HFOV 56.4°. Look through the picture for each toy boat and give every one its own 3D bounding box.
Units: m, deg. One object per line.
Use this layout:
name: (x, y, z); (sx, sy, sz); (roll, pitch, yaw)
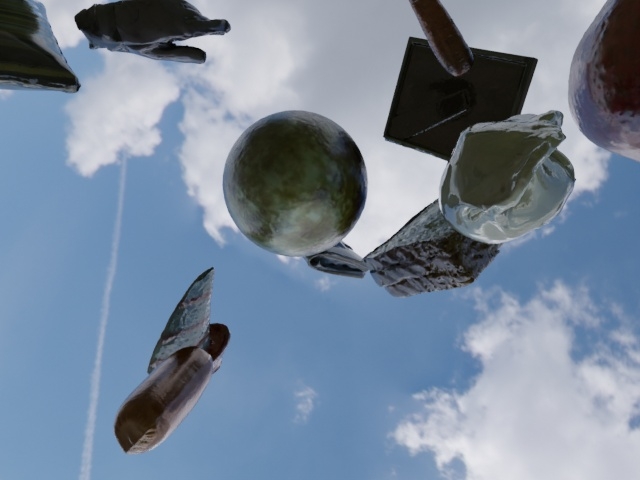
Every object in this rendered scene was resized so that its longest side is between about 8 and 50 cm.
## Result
toy boat: (-0.264, 0.180, 1.225); (0.206, 0.282, 0.096); (-24, -129, -39)

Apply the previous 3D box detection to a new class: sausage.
sausage: (-0.264, 0.267, 1.037); (0.105, 0.274, 0.105); (2, -76, 9)

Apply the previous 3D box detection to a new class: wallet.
wallet: (0.000, 0.000, 1.261); (0.069, 0.170, 0.231); (-61, -143, 14)

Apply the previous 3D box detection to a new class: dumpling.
dumpling: (0.206, -0.073, 0.659); (0.132, 0.250, 0.162); (27, -86, 7)

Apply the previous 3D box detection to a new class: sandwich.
sandwich: (0.232, -0.022, 1.002); (0.301, 0.099, 0.271); (-38, -176, -26)

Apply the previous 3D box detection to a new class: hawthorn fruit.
hawthorn fruit: (0.640, -0.308, 1.060); (0.403, 0.403, 0.402); (-14, -123, 23)

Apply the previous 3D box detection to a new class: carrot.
carrot: (0.187, -0.389, 1.021); (0.059, 0.248, 0.059); (-33, -168, 8)

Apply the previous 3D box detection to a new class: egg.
egg: (-0.040, -0.095, 0.964); (0.238, 0.289, 0.238); (1, -101, -3)

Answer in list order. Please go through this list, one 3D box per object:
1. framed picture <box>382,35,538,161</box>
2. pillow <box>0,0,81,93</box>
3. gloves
framed picture: (0.267, -0.278, 1.218); (0.315, 0.024, 0.232); (30, -67, 43)
pillow: (-0.305, -0.161, 0.444); (0.212, 0.208, 0.052); (51, -47, 44)
gloves: (-0.313, -0.401, 1.139); (0.286, 0.119, 0.142); (-8, -89, -16)
